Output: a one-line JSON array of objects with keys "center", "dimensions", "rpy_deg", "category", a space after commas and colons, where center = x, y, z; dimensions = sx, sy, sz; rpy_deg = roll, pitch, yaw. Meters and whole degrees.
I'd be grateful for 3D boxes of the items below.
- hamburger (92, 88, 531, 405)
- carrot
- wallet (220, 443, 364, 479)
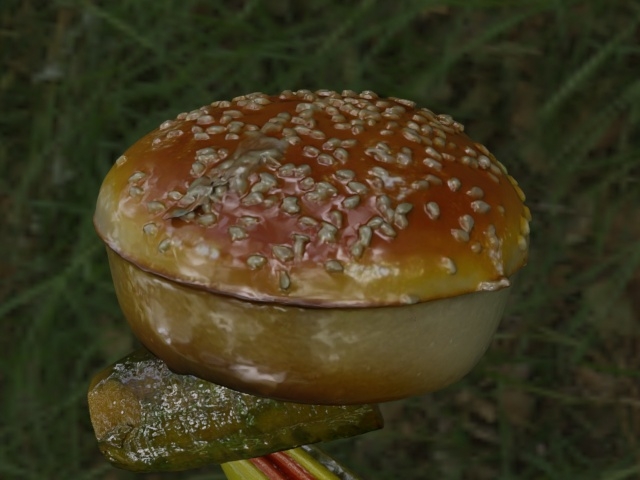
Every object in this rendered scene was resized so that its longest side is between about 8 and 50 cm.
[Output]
[{"center": [-0.004, -0.001, 0.981], "dimensions": [0.237, 0.237, 0.147], "rpy_deg": [18, 104, 42], "category": "hamburger"}, {"center": [-0.049, 0.089, 1.129], "dimensions": [0.173, 0.082, 0.082], "rpy_deg": [-11, 79, 13], "category": "carrot"}, {"center": [0.034, 0.204, 1.197], "dimensions": [0.241, 0.067, 0.141], "rpy_deg": [36, 156, 44], "category": "wallet"}]
